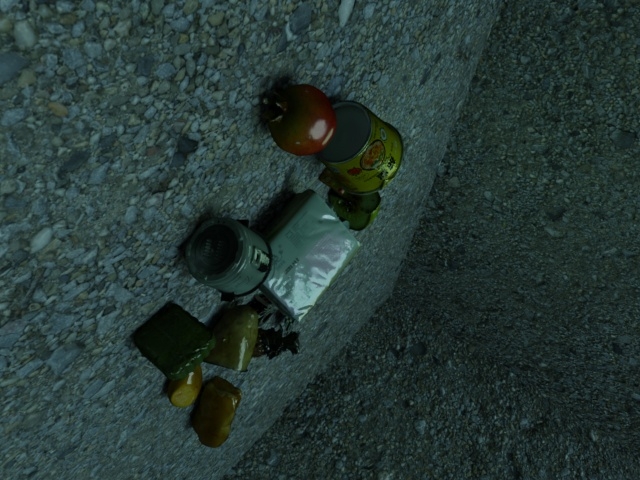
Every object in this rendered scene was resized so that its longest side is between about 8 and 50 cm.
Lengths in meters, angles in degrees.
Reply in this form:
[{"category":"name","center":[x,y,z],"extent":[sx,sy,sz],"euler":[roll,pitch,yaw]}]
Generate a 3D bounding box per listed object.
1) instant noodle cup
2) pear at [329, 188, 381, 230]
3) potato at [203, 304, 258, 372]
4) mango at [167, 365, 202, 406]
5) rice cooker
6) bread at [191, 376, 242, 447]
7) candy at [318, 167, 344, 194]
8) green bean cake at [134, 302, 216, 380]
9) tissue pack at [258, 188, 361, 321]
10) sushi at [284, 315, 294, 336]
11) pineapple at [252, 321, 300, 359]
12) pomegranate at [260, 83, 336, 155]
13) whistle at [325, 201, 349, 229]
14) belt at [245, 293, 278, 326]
[{"category":"instant noodle cup","center":[0.130,-0.364,1.814],"extent":[0.326,0.325,0.254],"euler":[-58,150,3]},{"category":"pear","center":[0.177,-0.153,2.263],"extent":[0.164,0.238,0.256],"euler":[-52,157,-29]},{"category":"potato","center":[-0.355,0.389,1.959],"extent":[0.229,0.229,0.266],"euler":[40,68,-68]},{"category":"mango","center":[-0.541,0.563,1.905],"extent":[0.141,0.102,0.217],"euler":[-3,123,-36]},{"category":"rice cooker","center":[-0.290,0.056,1.552],"extent":[0.227,0.241,0.281],"euler":[43,51,-65]},{"category":"bread","center":[-0.491,0.812,2.227],"extent":[0.148,0.195,0.344],"euler":[-28,142,-61]},{"category":"candy","center":[0.058,-0.254,2.030],"extent":[0.062,0.121,0.038],"euler":[-56,163,-3]},{"category":"green bean cake","center":[-0.476,0.335,1.575],"extent":[0.200,0.214,0.113],"euler":[-44,161,-31]},{"category":"tissue pack","center":[-0.088,0.057,1.870],"extent":[0.405,0.332,0.205],"euler":[-49,-159,-17]},{"category":"sushi","center":[-0.151,0.332,2.484],"extent":[0.290,0.050,0.264],"euler":[93,22,-47]},{"category":"pineapple","center":[-0.229,0.449,2.140],"extent":[0.141,0.309,0.170],"euler":[50,40,-55]},{"category":"pomegranate","center":[-0.072,-0.379,1.482],"extent":[0.256,0.221,0.221],"euler":[19,105,-41]},{"category":"whistle","center":[-0.019,0.015,2.168],"extent":[0.405,0.168,0.188],"euler":[-63,158,13]},{"category":"belt","center":[-0.207,0.273,2.223],"extent":[0.359,0.094,0.126],"euler":[-29,144,-50]}]
